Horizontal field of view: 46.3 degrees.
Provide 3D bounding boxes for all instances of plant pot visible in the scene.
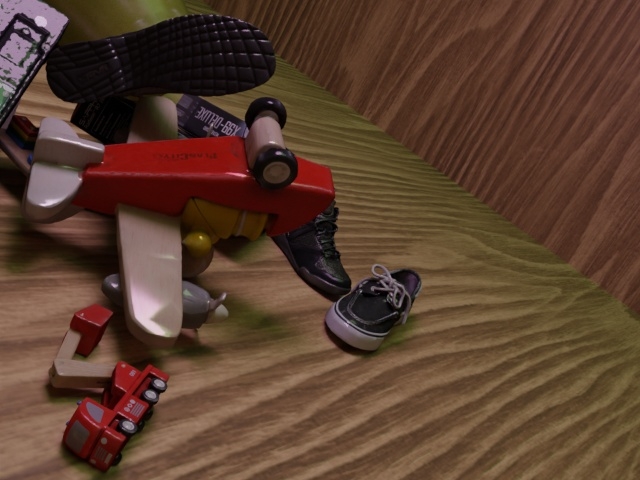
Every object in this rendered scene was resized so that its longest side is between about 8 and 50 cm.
[{"bbox_3d":[-0.473,-0.530,1.777,0.353,0.366,0.366,50,24,16],"label":"plant pot"}]

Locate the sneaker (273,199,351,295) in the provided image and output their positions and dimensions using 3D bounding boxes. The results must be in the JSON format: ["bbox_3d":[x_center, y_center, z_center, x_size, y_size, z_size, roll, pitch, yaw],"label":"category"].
[{"bbox_3d":[0.000,0.000,1.406,0.087,0.130,0.227,11,29,-40],"label":"sneaker"}]

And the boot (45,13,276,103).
[{"bbox_3d":[-0.235,-0.286,1.162,0.339,0.118,0.222,-2,16,0],"label":"boot"}]

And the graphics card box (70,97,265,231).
[{"bbox_3d":[-0.248,-0.145,1.375,0.371,0.094,0.233,30,1,2],"label":"graphics card box"}]

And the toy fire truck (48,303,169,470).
[{"bbox_3d":[-0.238,0.150,0.800,0.135,0.047,0.192,30,20,-1],"label":"toy fire truck"}]

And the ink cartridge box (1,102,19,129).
[{"bbox_3d":[-0.611,-0.300,1.191,0.233,0.168,0.171,37,21,20],"label":"ink cartridge box"}]

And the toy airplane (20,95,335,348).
[{"bbox_3d":[-0.223,-0.047,1.057,0.385,0.272,0.386,28,50,22],"label":"toy airplane"}]

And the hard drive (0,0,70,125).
[{"bbox_3d":[-0.520,-0.237,0.996,0.237,0.064,0.338,31,58,-21],"label":"hard drive"}]

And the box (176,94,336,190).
[{"bbox_3d":[-0.133,-0.174,1.544,0.243,0.076,0.307,31,-1,28],"label":"box"}]

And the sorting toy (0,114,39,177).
[{"bbox_3d":[-0.404,-0.138,1.148,0.132,0.046,0.275,43,20,21],"label":"sorting toy"}]

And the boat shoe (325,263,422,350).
[{"bbox_3d":[0.111,0.108,1.328,0.113,0.104,0.306,38,20,21],"label":"boat shoe"}]
